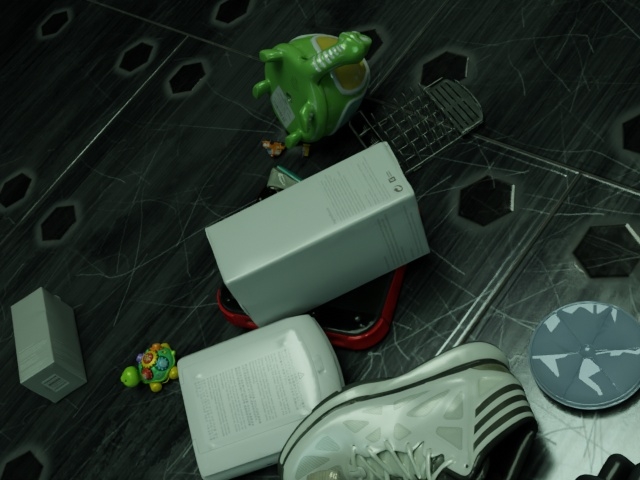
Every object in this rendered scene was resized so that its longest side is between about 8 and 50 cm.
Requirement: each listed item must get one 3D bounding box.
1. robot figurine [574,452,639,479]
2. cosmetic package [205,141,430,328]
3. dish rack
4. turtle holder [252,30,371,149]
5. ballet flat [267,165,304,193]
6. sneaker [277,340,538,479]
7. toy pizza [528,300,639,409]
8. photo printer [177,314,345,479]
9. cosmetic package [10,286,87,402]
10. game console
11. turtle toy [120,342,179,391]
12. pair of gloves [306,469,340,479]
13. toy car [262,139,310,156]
[{"bbox_3d":[0.400,0.444,1.054,0.173,0.209,0.278,29,76,26],"label":"robot figurine"},{"bbox_3d":[0.000,0.000,1.454,0.384,0.217,0.156,-24,54,0],"label":"cosmetic package"},{"bbox_3d":[0.222,-0.270,1.701,0.271,0.074,0.208,-33,50,3],"label":"dish rack"},{"bbox_3d":[-0.006,-0.385,1.746,0.227,0.320,0.243,-27,58,-22],"label":"turtle holder"},{"bbox_3d":[-0.031,-0.096,1.628,0.213,0.072,0.068,29,98,32],"label":"ballet flat"},{"bbox_3d":[0.138,0.346,1.211,0.447,0.169,0.257,-29,26,4],"label":"sneaker"},{"bbox_3d":[0.461,0.197,1.288,0.201,0.032,0.201,-14,52,19],"label":"toy pizza"},{"bbox_3d":[-0.104,0.294,1.430,0.307,0.107,0.256,-23,68,12],"label":"photo printer"},{"bbox_3d":[-0.639,0.241,1.759,0.107,0.127,0.238,-34,48,3],"label":"cosmetic package"},{"bbox_3d":[-0.008,0.045,1.594,0.386,0.060,0.342,8,61,23],"label":"game console"},{"bbox_3d":[-0.373,0.277,1.636,0.130,0.066,0.095,-35,49,1],"label":"turtle toy"},{"bbox_3d":[-0.038,0.493,1.195,0.240,0.042,0.204,-37,40,35],"label":"pair of gloves"},{"bbox_3d":[-0.088,-0.223,1.842,0.122,0.060,0.041,11,96,40],"label":"toy car"}]
